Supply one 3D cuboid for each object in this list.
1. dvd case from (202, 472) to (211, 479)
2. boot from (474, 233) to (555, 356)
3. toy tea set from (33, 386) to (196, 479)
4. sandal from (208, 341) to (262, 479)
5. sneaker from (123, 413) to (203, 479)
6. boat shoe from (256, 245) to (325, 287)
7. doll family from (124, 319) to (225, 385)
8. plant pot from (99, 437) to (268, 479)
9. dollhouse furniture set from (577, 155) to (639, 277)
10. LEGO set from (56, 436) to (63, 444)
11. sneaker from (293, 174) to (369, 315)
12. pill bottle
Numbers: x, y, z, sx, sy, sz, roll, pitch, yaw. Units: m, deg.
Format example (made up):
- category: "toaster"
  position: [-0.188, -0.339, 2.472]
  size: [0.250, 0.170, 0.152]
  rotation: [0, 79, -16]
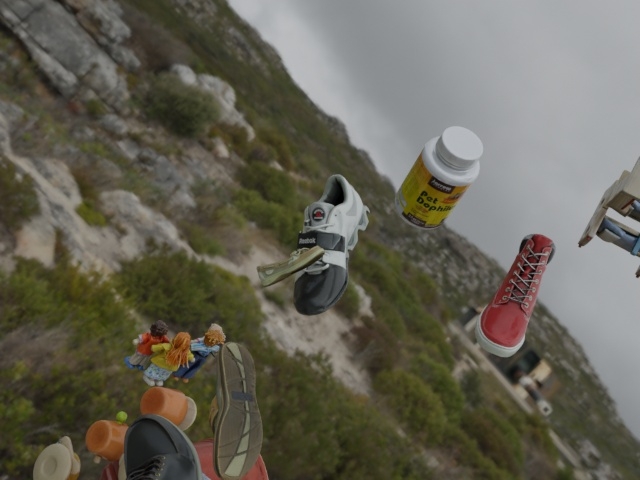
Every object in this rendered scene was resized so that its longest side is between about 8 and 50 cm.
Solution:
- category: "dvd case"
  position: [-0.192, 0.497, 1.221]
  size: [0.022, 0.180, 0.253]
  rotation: [1, 7, -38]
- category: "boot"
  position: [0.355, 0.084, 1.292]
  size: [0.088, 0.176, 0.244]
  rotation: [24, 34, 13]
- category: "toy tea set"
  position: [-0.356, 0.413, 1.324]
  size: [0.200, 0.336, 0.124]
  rotation: [61, 8, 34]
- category: "sandal"
  position: [-0.116, 0.218, 0.920]
  size: [0.072, 0.049, 0.180]
  rotation: [25, 46, -40]
- category: "sneaker"
  position: [-0.198, 0.278, 0.850]
  size: [0.222, 0.083, 0.118]
  rotation: [53, -1, 42]
- category: "boat shoe"
  position: [-0.061, 0.042, 1.420]
  size: [0.056, 0.153, 0.048]
  rotation: [-14, 77, -59]
- category: "doll family"
  position: [-0.308, 0.262, 1.673]
  size: [0.263, 0.163, 0.118]
  rotation: [11, 35, -50]
- category: "plant pot"
  position: [-0.291, 0.531, 1.474]
  size: [0.265, 0.272, 0.272]
  rotation: [15, 25, -43]
- category: "dollhouse furniture set"
  position: [0.559, -0.035, 1.264]
  size: [0.129, 0.129, 0.183]
  rotation: [29, -12, 10]
- category: "LEGO set"
  position: [-0.633, 0.523, 1.759]
  size: [0.054, 0.023, 0.083]
  rotation: [36, 48, -39]
- category: "sneaker"
  position: [0.000, 0.000, 1.513]
  size: [0.146, 0.123, 0.330]
  rotation: [60, 37, -40]
- category: "pill bottle"
  position: [0.235, -0.123, 1.421]
  size: [0.117, 0.117, 0.215]
  rotation: [49, -34, 17]
